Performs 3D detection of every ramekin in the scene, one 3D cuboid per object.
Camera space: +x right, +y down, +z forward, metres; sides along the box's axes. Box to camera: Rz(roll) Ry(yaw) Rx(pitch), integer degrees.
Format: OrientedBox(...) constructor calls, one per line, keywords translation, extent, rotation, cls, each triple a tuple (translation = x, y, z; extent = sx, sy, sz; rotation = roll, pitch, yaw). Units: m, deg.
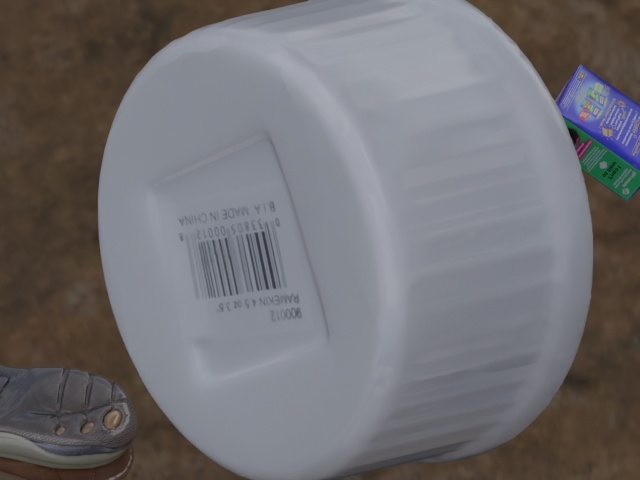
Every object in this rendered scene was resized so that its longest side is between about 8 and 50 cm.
OrientedBox(translation=(0.000, 0.000, 1.041), extent=(0.135, 0.277, 0.277), rotation=(-12, 40, -42), cls="ramekin")

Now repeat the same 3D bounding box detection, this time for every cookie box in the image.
OrientedBox(translation=(0.264, -0.100, 1.778), extent=(0.107, 0.040, 0.092), rotation=(35, 41, -1), cls="cookie box")

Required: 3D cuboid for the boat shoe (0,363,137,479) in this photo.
OrientedBox(translation=(-0.310, 0.163, 1.630), extent=(0.324, 0.116, 0.123), rotation=(14, 38, 19), cls="boat shoe")
